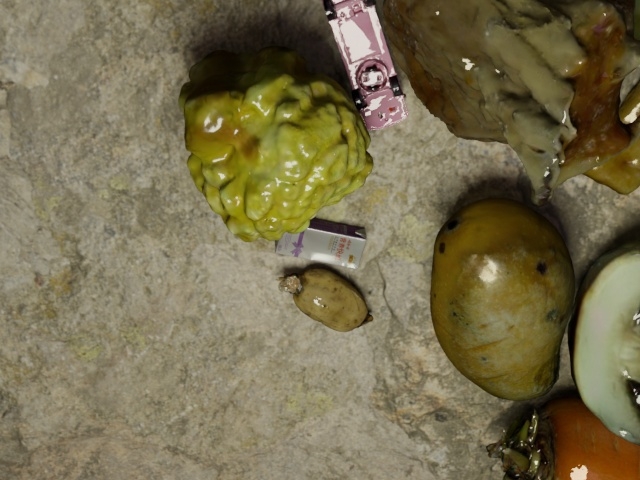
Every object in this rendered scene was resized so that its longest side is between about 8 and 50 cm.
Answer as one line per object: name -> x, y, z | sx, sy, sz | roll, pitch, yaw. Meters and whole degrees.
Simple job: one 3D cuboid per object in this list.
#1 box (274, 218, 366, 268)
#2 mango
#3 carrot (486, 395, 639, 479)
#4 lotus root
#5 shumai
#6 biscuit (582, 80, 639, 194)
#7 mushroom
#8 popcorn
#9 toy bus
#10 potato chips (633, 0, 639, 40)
box -> 0.000, 0.000, 1.325 | 0.117, 0.036, 0.051 | 10, 118, -6
mango -> 0.235, 0.084, 1.313 | 0.176, 0.176, 0.330 | 20, 143, 23
carrot -> 0.384, 0.325, 1.412 | 0.331, 0.193, 0.214 | 14, 94, -8
lotus root -> 0.008, 0.079, 1.354 | 0.151, 0.063, 0.072 | 26, 124, -18
shumai -> 0.199, -0.178, 1.038 | 0.314, 0.262, 0.267 | 33, 125, -24
biscuit -> 0.436, -0.122, 1.266 | 0.174, 0.039, 0.183 | 30, 114, -18
mushroom -> 0.446, 0.122, 1.322 | 0.164, 0.189, 0.267 | -16, 95, -38
popcorn -> -0.069, -0.126, 1.159 | 0.206, 0.237, 0.251 | -41, 81, 2
toy bus -> 0.048, -0.234, 1.172 | 0.063, 0.090, 0.203 | -18, 116, 5
potato chips -> 0.287, -0.390, 1.108 | 0.358, 0.070, 0.429 | -33, 116, 11
